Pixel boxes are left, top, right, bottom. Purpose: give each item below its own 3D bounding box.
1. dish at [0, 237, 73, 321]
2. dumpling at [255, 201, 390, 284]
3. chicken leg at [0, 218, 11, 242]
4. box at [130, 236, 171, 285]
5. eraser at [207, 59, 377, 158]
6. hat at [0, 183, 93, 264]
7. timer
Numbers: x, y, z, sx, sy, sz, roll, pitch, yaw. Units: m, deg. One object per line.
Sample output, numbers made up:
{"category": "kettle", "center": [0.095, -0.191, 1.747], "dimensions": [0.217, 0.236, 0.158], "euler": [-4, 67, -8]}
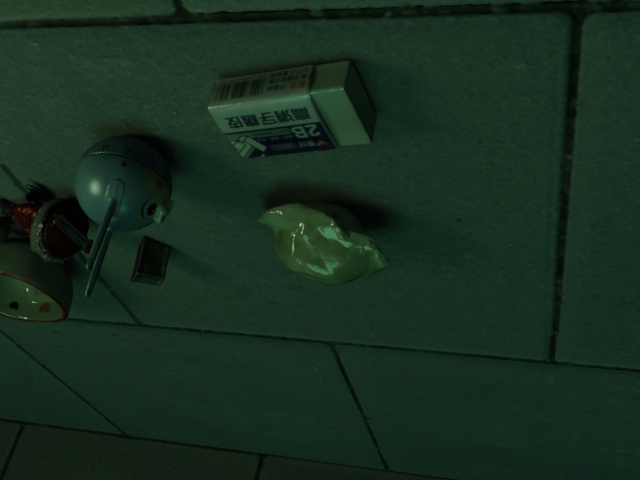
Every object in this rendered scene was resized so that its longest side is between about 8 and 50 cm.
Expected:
{"category": "dish", "center": [-0.662, 0.077, 1.759], "dimensions": [0.256, 0.117, 0.256], "euler": [9, 149, 6]}
{"category": "dumpling", "center": [0.000, 0.000, 1.368], "dimensions": [0.250, 0.132, 0.162], "euler": [19, 162, 20]}
{"category": "chicken leg", "center": [-0.708, -0.061, 1.601], "dimensions": [0.084, 0.069, 0.198], "euler": [-5, 139, 25]}
{"category": "box", "center": [-0.343, 0.046, 1.621], "dimensions": [0.063, 0.085, 0.060], "euler": [17, 149, -19]}
{"category": "eraser", "center": [-0.039, -0.183, 1.132], "dimensions": [0.210, 0.068, 0.124], "euler": [-3, 146, 24]}
{"category": "hat", "center": [-0.550, -0.038, 1.565], "dimensions": [0.227, 0.129, 0.140], "euler": [18, 179, 27]}
{"category": "timer", "center": [-0.314, -0.050, 1.298], "dimensions": [0.175, 0.256, 0.175], "euler": [-11, 154, -5]}
